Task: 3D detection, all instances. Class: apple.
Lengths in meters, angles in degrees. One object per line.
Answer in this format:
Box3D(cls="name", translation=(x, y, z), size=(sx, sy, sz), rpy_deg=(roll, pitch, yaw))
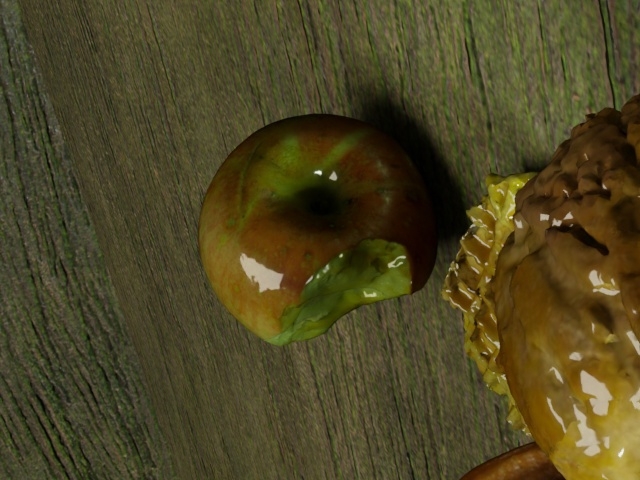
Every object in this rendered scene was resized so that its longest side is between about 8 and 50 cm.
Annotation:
Box3D(cls="apple", translation=(0.000, 0.000, 1.529), size=(0.246, 0.246, 0.226), rpy_deg=(55, 166, 24))

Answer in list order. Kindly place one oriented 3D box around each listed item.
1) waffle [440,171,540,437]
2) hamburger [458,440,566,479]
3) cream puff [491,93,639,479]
Box3D(cls="waffle", translation=(0.204, 0.080, 1.374), size=(0.307, 0.060, 0.312), rpy_deg=(67, 158, -6))
Box3D(cls="hamburger", translation=(0.214, 0.335, 1.244), size=(0.330, 0.330, 0.250), rpy_deg=(58, 173, 16))
Box3D(cls="cream puff", translation=(0.269, 0.044, 0.877), size=(0.327, 0.343, 0.231), rpy_deg=(36, 123, -4))
